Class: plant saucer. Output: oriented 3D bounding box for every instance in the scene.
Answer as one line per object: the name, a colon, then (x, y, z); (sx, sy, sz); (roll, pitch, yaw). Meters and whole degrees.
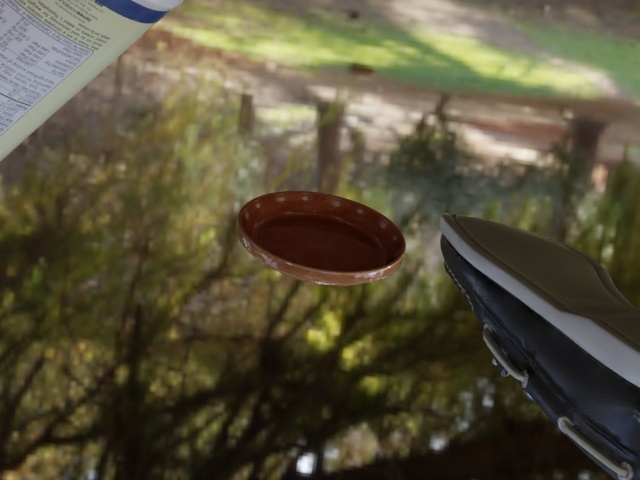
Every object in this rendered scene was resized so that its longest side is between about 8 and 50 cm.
plant saucer: (0.000, 0.000, 0.667); (0.084, 0.013, 0.083); (8, -153, -4)

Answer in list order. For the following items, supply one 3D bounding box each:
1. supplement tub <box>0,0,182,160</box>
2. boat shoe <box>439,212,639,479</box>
supplement tub: (-0.278, -0.180, 1.008); (0.235, 0.325, 0.235); (45, -161, -20)
boat shoe: (0.152, 0.064, 0.877); (0.114, 0.091, 0.302); (8, -163, -21)
